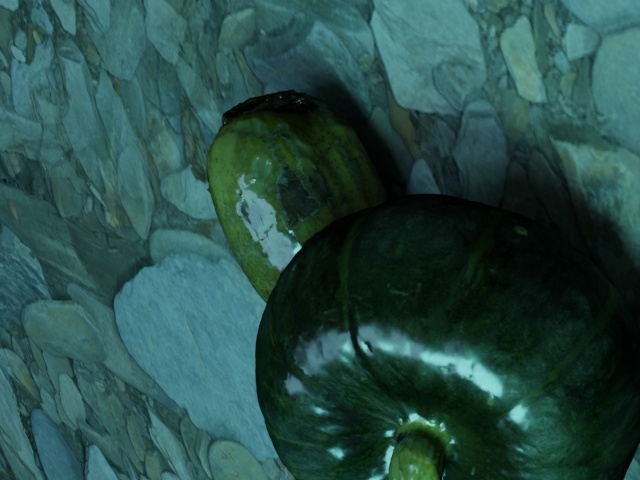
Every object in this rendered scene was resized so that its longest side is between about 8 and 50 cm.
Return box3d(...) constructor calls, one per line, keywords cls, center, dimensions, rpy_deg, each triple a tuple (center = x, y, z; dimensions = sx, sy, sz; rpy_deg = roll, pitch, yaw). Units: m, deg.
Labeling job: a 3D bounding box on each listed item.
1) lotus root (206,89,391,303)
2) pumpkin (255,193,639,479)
box3d(cls="lotus root", center=(-0.002, 0.001, 1.263), dimensions=(0.278, 0.154, 0.154), rpy_deg=(60, 148, 0))
box3d(cls="pumpkin", center=(0.090, 0.111, 1.098), dimensions=(0.300, 0.207, 0.300), rpy_deg=(13, 124, 20))
